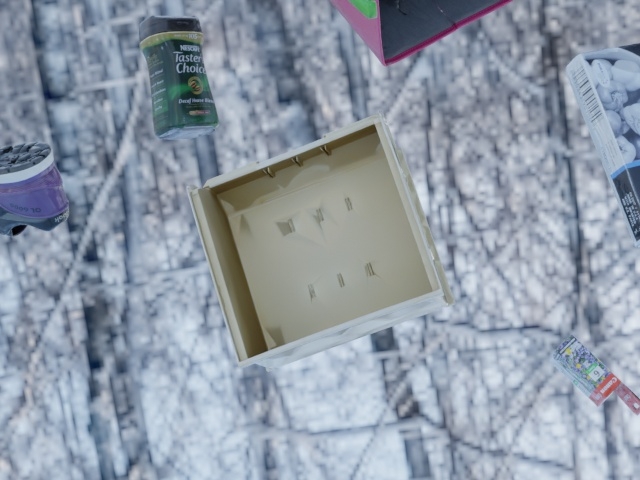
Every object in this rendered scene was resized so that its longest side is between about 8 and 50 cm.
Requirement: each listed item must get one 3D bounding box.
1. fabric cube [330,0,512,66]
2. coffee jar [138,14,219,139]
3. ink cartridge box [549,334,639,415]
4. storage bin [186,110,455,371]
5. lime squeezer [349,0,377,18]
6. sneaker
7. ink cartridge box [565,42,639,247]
[{"bbox_3d":[0.118,-0.450,2.039,0.259,0.254,0.258,-29,-119,-14],"label":"fabric cube"},{"bbox_3d":[-0.214,-0.248,2.228,0.096,0.184,0.079,-7,172,-36],"label":"coffee jar"},{"bbox_3d":[0.311,0.160,1.667,0.029,0.115,0.063,-43,167,-9],"label":"ink cartridge box"},{"bbox_3d":[0.000,0.000,1.844,0.262,0.260,0.123,-21,164,11],"label":"storage bin"},{"bbox_3d":[-0.048,-0.323,1.701,0.310,0.110,0.059,13,-142,44],"label":"lime squeezer"},{"bbox_3d":[-0.466,-0.056,2.038,0.283,0.124,0.107,2,-147,36],"label":"sneaker"},{"bbox_3d":[0.383,-0.113,1.547,0.208,0.206,0.045,-13,164,-23],"label":"ink cartridge box"}]
